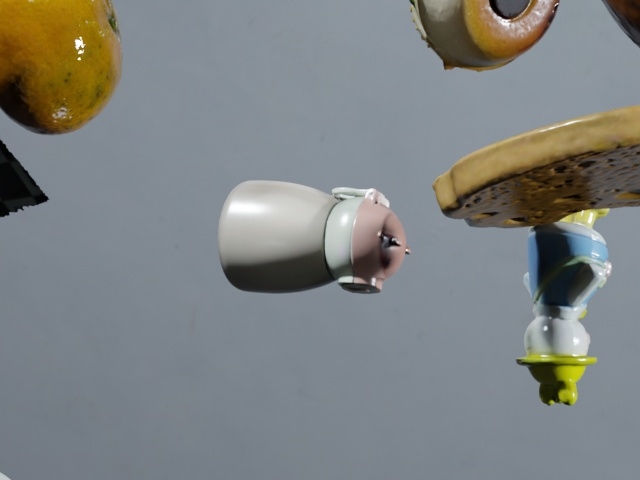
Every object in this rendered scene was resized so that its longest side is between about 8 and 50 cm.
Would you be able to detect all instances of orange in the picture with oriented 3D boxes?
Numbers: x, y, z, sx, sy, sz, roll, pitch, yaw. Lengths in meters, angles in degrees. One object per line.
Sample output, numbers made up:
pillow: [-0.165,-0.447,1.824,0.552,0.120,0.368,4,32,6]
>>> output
orange: [-0.344,-0.256,1.739,0.171,0.240,0.240,-8,112,5]

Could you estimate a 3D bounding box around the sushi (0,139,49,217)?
sushi: [-0.297,-0.068,1.009,0.201,0.031,0.139,-15,122,39]

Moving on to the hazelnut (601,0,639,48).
hazelnut: [0.250,-0.183,0.735,0.180,0.181,0.212,29,124,4]

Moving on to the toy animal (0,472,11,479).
toy animal: [-0.364,0.298,1.202,0.250,0.251,0.310,-9,134,16]

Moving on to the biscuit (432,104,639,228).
biscuit: [0.278,-0.077,1.391,0.312,0.351,0.057,-13,79,21]

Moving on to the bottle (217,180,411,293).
bottle: [0.000,0.000,1.742,0.236,0.147,0.148,4,115,23]

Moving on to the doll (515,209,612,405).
doll: [0.278,0.070,1.559,0.135,0.098,0.241,0,81,36]

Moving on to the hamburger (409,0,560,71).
hamburger: [0.223,-0.341,1.817,0.236,0.147,0.237,-10,110,-29]
